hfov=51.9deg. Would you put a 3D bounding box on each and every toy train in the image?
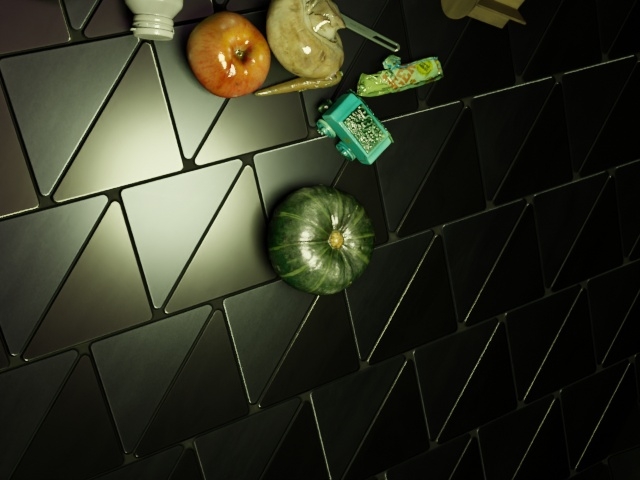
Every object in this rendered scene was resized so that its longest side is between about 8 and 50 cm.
[{"bbox_3d":[0.088,-0.299,1.763,0.203,0.163,0.112,44,82,-22],"label":"toy train"}]

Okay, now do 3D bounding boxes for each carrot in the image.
[{"bbox_3d":[-0.056,-0.415,1.749,0.254,0.049,0.049,-16,105,-17],"label":"carrot"}]

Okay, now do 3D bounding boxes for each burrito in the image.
[{"bbox_3d":[0.222,-0.474,1.849,0.288,0.054,0.104,-20,105,-19],"label":"burrito"}]

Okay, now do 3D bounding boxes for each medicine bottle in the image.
[{"bbox_3d":[-0.387,-0.582,1.530,0.135,0.135,0.215,0,98,-23],"label":"medicine bottle"}]

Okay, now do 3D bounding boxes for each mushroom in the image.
[{"bbox_3d":[-0.028,-0.513,1.645,0.184,0.255,0.255,-33,113,18],"label":"mushroom"}]

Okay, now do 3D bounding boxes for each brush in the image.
[{"bbox_3d":[0.107,-0.577,1.805,0.266,0.027,0.062,18,92,-28],"label":"brush"}]

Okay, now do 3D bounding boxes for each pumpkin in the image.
[{"bbox_3d":[0.000,0.000,1.756,0.300,0.207,0.300,3,83,-27],"label":"pumpkin"}]

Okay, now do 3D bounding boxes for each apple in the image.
[{"bbox_3d":[-0.223,-0.453,1.605,0.209,0.164,0.210,-4,100,-25],"label":"apple"}]

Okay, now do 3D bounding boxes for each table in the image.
[{"bbox_3d":[0.485,-0.690,1.883,0.226,0.167,0.167,6,96,-32],"label":"table"}]
